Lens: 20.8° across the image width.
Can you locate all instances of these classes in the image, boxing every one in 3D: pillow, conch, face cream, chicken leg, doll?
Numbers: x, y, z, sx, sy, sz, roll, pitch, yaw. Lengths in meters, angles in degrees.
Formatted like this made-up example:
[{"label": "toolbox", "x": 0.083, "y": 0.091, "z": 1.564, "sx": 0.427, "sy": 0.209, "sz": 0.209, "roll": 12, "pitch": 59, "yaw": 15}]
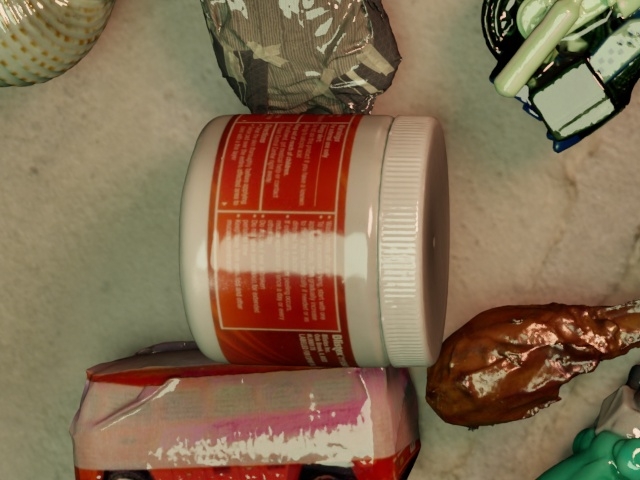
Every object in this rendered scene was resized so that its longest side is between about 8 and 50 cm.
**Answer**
[{"label": "pillow", "x": -0.029, "y": -0.257, "z": 1.380, "sx": 0.161, "sy": 0.092, "sz": 0.335, "roll": -6, "pitch": 103, "yaw": 14}, {"label": "conch", "x": -0.235, "y": -0.211, "z": 1.426, "sx": 0.200, "sy": 0.131, "sz": 0.172, "roll": -8, "pitch": 77, "yaw": -12}, {"label": "face cream", "x": 0.000, "y": 0.000, "z": 1.379, "sx": 0.187, "sy": 0.201, "sz": 0.201, "roll": 1, "pitch": 105, "yaw": 10}, {"label": "chicken leg", "x": 0.225, "y": 0.073, "z": 1.404, "sx": 0.304, "sy": 0.113, "sz": 0.093, "roll": -20, "pitch": 86, "yaw": 11}, {"label": "doll", "x": 0.231, "y": 0.239, "z": 1.395, "sx": 0.153, "sy": 0.195, "sz": 0.258, "roll": 34, "pitch": 109, "yaw": -7}]

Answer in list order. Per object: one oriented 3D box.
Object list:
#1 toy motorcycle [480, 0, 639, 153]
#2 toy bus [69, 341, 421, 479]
[{"label": "toy motorcycle", "x": 0.279, "y": -0.195, "z": 1.312, "sx": 0.331, "sy": 0.125, "sz": 0.196, "roll": -36, "pitch": 93, "yaw": 15}, {"label": "toy bus", "x": -0.066, "y": 0.164, "z": 1.486, "sx": 0.302, "sy": 0.127, "sz": 0.147, "roll": -3, "pitch": 99, "yaw": 16}]
